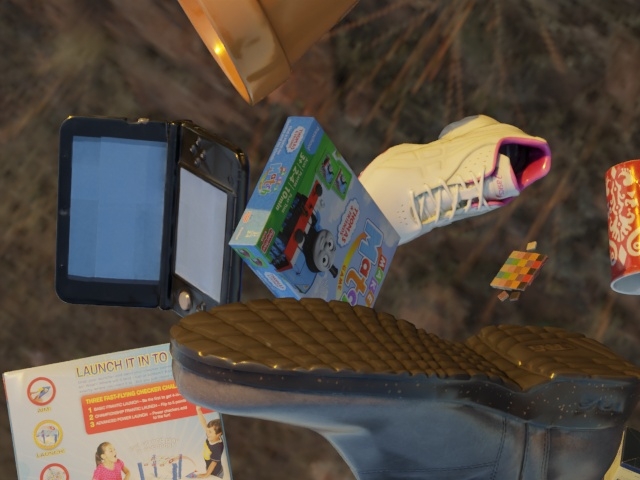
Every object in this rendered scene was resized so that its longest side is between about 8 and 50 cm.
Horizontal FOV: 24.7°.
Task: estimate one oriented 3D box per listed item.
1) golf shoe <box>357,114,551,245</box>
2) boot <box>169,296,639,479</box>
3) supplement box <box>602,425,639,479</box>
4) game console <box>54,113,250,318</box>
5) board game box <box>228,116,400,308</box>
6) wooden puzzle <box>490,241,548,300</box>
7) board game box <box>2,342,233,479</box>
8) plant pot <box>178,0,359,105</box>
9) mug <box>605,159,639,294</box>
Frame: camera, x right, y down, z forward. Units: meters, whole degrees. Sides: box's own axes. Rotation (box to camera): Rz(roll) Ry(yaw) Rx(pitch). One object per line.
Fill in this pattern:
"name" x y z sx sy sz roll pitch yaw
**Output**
"golf shoe" 0.159 -0.071 1.810 0.140 0.306 0.115 14 127 49
"boot" 0.047 0.164 0.919 0.338 0.223 0.118 9 -164 -24
"supplement box" 0.443 0.329 2.084 0.056 0.083 0.083 22 126 3
"game console" -0.241 -0.014 2.059 0.250 0.173 0.293 30 122 48
"board game box" 0.000 0.000 1.508 0.039 0.160 0.211 3 147 34
"wooden puzzle" 0.212 0.034 1.561 0.049 0.083 0.006 7 143 51
"board game box" -0.288 0.318 2.143 0.308 0.302 0.086 -9 171 -5
"plant pot" -0.074 -0.336 1.750 0.291 0.203 0.291 58 177 4
"mug" 0.467 -0.026 2.043 0.113 0.169 0.150 10 156 -29
